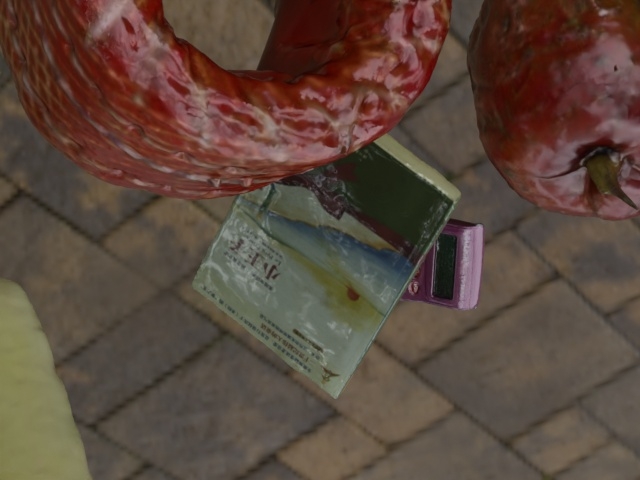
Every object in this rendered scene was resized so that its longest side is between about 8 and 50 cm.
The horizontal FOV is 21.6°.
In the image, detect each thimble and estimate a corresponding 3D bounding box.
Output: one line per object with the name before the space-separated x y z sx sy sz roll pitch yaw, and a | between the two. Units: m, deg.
thimble | -0.088 -0.203 1.401 0.350 0.350 0.230 12 169 -24

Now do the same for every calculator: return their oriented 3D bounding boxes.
calculator | 0.106 0.020 2.076 0.190 0.034 0.127 6 123 8

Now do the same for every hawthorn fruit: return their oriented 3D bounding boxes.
hawthorn fruit | 0.254 -0.152 1.564 0.258 0.258 0.262 33 76 -36

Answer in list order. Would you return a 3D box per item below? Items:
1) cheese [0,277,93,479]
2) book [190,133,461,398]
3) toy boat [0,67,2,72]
cheese | -0.254 0.255 1.196 0.104 0.384 0.384 -6 137 -31
book | 0.000 0.000 1.636 0.201 0.026 0.289 37 128 12
toy boat | -0.380 -0.170 1.745 0.071 0.089 0.185 34 151 -14
